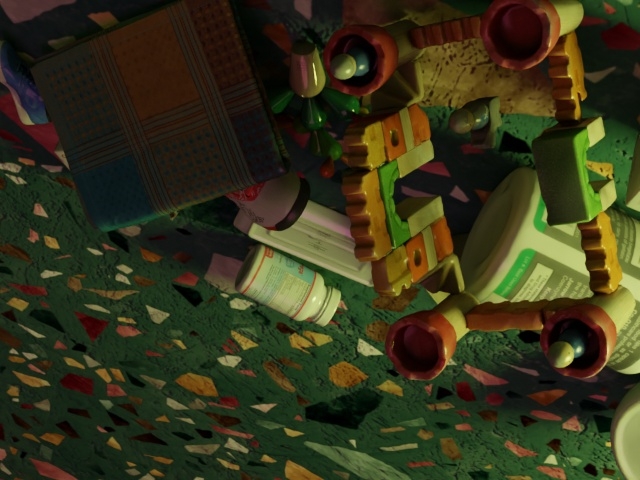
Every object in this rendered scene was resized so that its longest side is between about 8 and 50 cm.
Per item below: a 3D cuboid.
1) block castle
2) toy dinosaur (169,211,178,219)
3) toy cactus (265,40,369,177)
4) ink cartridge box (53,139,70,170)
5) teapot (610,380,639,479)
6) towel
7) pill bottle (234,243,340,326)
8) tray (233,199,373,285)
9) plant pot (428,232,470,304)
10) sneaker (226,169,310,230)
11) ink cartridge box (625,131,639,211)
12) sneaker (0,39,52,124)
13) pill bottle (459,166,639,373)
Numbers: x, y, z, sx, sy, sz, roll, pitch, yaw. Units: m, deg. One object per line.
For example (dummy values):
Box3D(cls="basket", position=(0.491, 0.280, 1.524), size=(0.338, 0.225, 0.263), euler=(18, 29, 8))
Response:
Box3D(cls="block castle", position=(0.185, -0.061, 1.660), size=(0.303, 0.213, 0.453), euler=(-5, 105, 32))
Box3D(cls="toy dinosaur", position=(-0.263, -0.069, 2.203), size=(0.090, 0.047, 0.082), euler=(-42, 109, 16))
Box3D(cls="toy cactus", position=(-0.021, -0.182, 1.875), size=(0.219, 0.112, 0.181), euler=(15, 137, 23))
Box3D(cls="ink cartridge box", position=(-0.331, -0.118, 2.132), size=(0.099, 0.056, 0.135), euler=(-4, 140, 31))
Box3D(cls="teapot", position=(0.595, 0.294, 2.166), size=(0.256, 0.187, 0.253), euler=(18, 122, 31))
Box3D(cls="towel", position=(-0.223, -0.173, 1.894), size=(0.370, 0.040, 0.272), euler=(-15, 97, 36))
Box3D(cls="pill bottle", position=(-0.052, 0.076, 2.242), size=(0.160, 0.087, 0.087), euler=(27, 145, -13))
Box3D(cls="tray", position=(0.000, 0.000, 2.164), size=(0.270, 0.030, 0.145), euler=(22, 145, -5))
Box3D(cls="plant pot", position=(0.228, 0.047, 2.061), size=(0.109, 0.096, 0.109), euler=(-9, 137, 35))
Box3D(cls="sneaker", position=(-0.126, -0.100, 1.922), size=(0.145, 0.090, 0.270), euler=(30, -176, -31))
Box3D(cls="ink cartridge box", position=(0.478, -0.111, 1.697), size=(0.128, 0.127, 0.176), euler=(24, 146, -6))
Box3D(cls="sneaker", position=(-0.416, -0.232, 2.016), size=(0.084, 0.058, 0.152), euler=(-1, 134, 16))
Box3D(cls="pill bottle", position=(0.390, 0.061, 1.910), size=(0.361, 0.204, 0.204), euler=(26, 145, -9))
